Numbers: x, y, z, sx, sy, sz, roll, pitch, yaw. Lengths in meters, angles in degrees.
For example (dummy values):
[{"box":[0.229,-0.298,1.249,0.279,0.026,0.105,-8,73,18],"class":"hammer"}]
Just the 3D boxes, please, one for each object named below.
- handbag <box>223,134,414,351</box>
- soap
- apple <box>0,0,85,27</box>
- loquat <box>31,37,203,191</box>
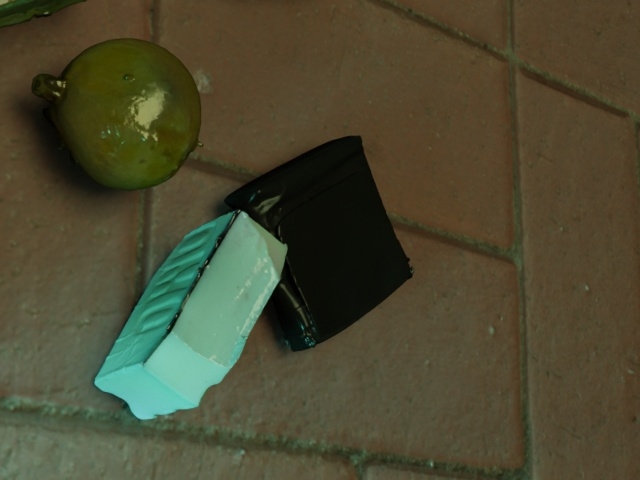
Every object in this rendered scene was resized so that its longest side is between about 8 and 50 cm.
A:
[{"box":[0.000,0.000,1.670,0.247,0.080,0.223,-32,106,-46],"class":"handbag"},{"box":[-0.142,0.077,1.463,0.091,0.145,0.230,42,52,-24],"class":"soap"},{"box":[-0.378,-0.291,1.381,0.346,0.254,0.179,-31,138,-44],"class":"apple"},{"box":[-0.225,-0.143,1.457,0.204,0.149,0.172,13,72,-27],"class":"loquat"}]
